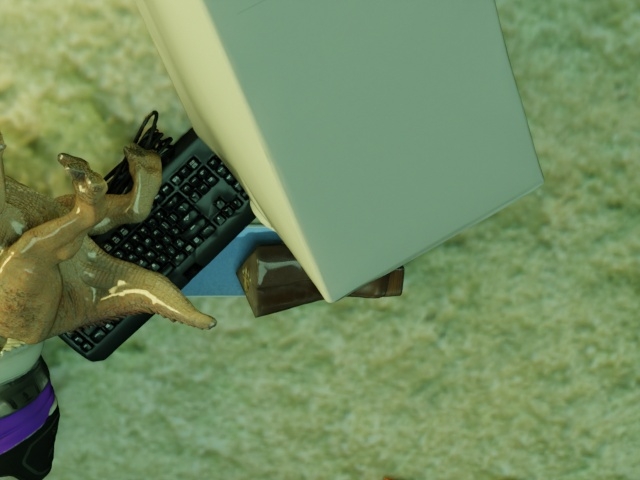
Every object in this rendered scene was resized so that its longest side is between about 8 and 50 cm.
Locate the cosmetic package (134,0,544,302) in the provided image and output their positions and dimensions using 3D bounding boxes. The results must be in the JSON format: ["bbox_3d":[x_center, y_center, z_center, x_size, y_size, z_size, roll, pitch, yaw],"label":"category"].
[{"bbox_3d":[-0.030,-0.180,0.883,0.156,0.217,0.385,-31,133,-7],"label":"cosmetic package"}]

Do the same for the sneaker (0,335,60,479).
[{"bbox_3d":[-0.312,0.150,1.091,0.293,0.102,0.146,-13,115,-5],"label":"sneaker"}]

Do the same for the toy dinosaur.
[{"bbox_3d":[-0.216,0.009,1.023,0.295,0.127,0.200,27,107,-11],"label":"toy dinosaur"}]

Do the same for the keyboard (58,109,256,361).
[{"bbox_3d":[-0.116,-0.007,1.090,0.192,0.038,0.100,-44,105,8],"label":"keyboard"}]

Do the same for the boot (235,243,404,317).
[{"bbox_3d":[0.000,0.000,1.117,0.114,0.037,0.106,-5,115,-10],"label":"boot"}]

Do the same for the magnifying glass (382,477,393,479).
[{"bbox_3d":[0.145,0.233,1.241,0.231,0.026,0.092,24,84,-16],"label":"magnifying glass"}]

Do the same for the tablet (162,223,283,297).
[{"bbox_3d":[-0.067,0.014,1.129,0.083,0.006,0.054,0,112,-11],"label":"tablet"}]
